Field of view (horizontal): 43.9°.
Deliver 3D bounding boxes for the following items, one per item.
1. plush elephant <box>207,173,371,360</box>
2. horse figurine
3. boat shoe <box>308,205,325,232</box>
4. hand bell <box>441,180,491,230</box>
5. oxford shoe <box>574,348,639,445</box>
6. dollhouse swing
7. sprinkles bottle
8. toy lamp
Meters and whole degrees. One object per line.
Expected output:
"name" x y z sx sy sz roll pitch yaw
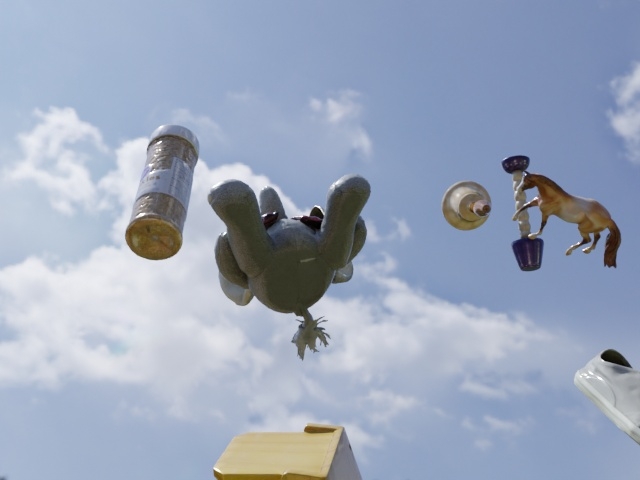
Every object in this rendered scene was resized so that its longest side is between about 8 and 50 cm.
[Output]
"plush elephant" -0.065 0.014 1.418 0.271 0.255 0.330 -11 -70 -15
"horse figurine" 0.513 -0.045 1.638 0.263 0.066 0.175 27 -37 7
"boat shoe" 0.000 0.000 1.972 0.104 0.285 0.089 -37 -73 12
"hand bell" 0.367 -0.076 1.872 0.126 0.126 0.242 0 5 0
"oxford shoe" 0.720 0.369 1.724 0.169 0.449 0.130 25 -78 -24
"dollhouse swing" -0.073 0.668 2.101 0.304 0.315 0.347 -18 5 10
"sprinkles bottle" -0.341 -0.113 1.744 0.121 0.356 0.121 -1 -49 -1
"toy lamp" 0.478 -0.063 1.878 0.080 0.275 0.080 -5 -19 -2
